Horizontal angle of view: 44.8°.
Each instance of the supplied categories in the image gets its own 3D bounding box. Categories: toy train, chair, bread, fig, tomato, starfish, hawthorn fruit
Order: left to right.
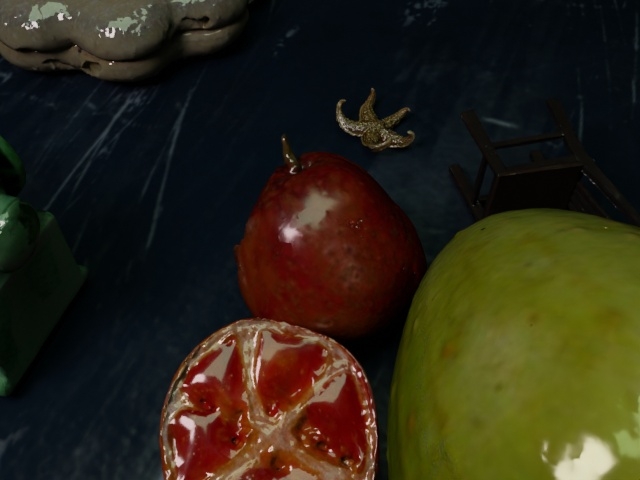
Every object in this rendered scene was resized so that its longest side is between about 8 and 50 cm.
[{"bbox_3d":[-0.329,-0.005,0.600,0.266,0.202,0.145,14,52,13],"label":"toy train"},{"bbox_3d":[-0.192,-0.266,0.875,0.337,0.102,0.183,-27,58,-21],"label":"bread"},{"bbox_3d":[-0.036,0.133,0.550,0.155,0.069,0.156,1,75,-4],"label":"tomato"},{"bbox_3d":[0.000,0.000,0.605,0.148,0.172,0.148,-18,20,7],"label":"hawthorn fruit"},{"bbox_3d":[0.055,-0.121,0.788,0.078,0.028,0.091,-2,48,-6],"label":"starfish"},{"bbox_3d":[0.197,-0.022,0.667,0.101,0.084,0.213,-10,52,-10],"label":"chair"},{"bbox_3d":[0.161,0.103,0.464,0.258,0.258,0.326,-7,34,-3],"label":"fig"}]
